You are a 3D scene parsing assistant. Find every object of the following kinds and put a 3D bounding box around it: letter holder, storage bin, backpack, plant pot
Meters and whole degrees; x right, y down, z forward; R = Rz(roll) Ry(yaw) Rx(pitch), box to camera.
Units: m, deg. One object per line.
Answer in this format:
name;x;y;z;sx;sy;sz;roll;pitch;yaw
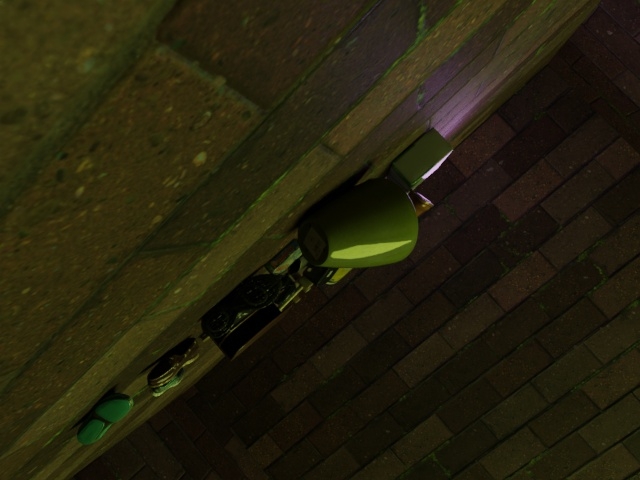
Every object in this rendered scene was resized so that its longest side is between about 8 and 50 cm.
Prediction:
letter holder;-0.251;0.277;1.729;0.302;0.152;0.214;-37;170;-41
storage bin;0.012;0.120;1.975;0.122;0.084;0.180;-53;166;12
backpack;-0.172;0.206;1.968;0.114;0.105;0.084;-40;-164;-22
plant pot;0.088;-0.028;1.343;0.293;0.275;0.275;-17;159;-39

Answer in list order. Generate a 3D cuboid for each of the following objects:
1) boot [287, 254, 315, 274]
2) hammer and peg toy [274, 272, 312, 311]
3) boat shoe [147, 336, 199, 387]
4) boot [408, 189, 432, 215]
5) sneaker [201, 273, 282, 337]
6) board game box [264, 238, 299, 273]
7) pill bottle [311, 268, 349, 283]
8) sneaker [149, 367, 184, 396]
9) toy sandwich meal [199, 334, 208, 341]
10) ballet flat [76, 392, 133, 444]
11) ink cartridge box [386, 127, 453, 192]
boot;-0.066;0.094;1.959;0.208;0.076;0.189;-45;164;-48
hammer and peg toy;-0.178;0.255;2.154;0.266;0.127;0.361;-36;172;-28
boat shoe;-0.486;0.394;1.500;0.207;0.073;0.073;-39;137;-52
boot;0.314;-0.082;1.762;0.220;0.109;0.283;-53;-173;1
sneaker;-0.251;0.198;1.468;0.286;0.109;0.130;-32;180;-4
board game box;-0.113;0.057;1.563;0.136;0.035;0.201;-42;174;2
pill bottle;0.104;0.067;2.308;0.188;0.188;0.334;-35;171;-47
sneaker;-0.642;0.593;1.940;0.166;0.065;0.076;-38;169;-47
toy sandwich meal;-0.430;0.360;1.770;0.085;0.029;0.085;-37;177;-3
ballet flat;-0.630;0.503;1.348;0.247;0.083;0.087;-43;-162;18
ink cartridge box;0.375;-0.293;1.774;0.201;0.117;0.278;-41;174;-1
